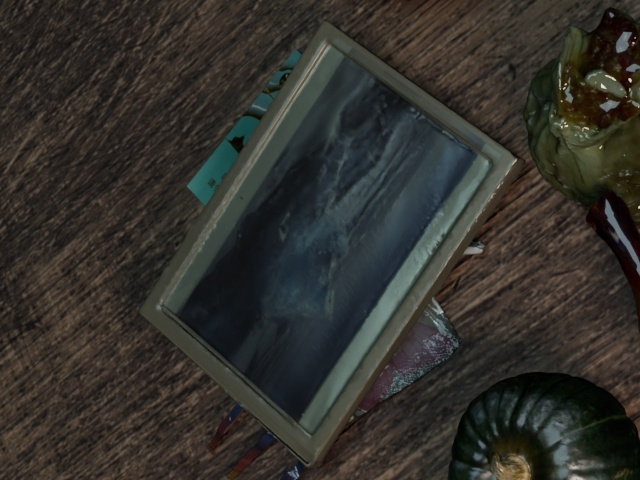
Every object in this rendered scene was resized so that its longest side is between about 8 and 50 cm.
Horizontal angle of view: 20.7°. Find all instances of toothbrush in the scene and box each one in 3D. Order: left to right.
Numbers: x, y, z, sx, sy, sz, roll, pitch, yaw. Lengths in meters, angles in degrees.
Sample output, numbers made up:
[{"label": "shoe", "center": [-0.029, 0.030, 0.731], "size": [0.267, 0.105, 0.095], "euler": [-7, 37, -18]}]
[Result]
[{"label": "toothbrush", "center": [0.104, 0.009, 2.091], "size": [0.204, 0.017, 0.022], "euler": [-2, 113, 32]}]

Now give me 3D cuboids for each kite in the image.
[{"label": "kite", "center": [0.004, 0.169, 2.115], "size": [0.204, 0.022, 0.360], "euler": [45, 106, 25]}]

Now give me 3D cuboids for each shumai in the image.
[{"label": "shumai", "center": [0.317, -0.132, 1.880], "size": [0.255, 0.218, 0.189], "euler": [8, 78, 30]}]

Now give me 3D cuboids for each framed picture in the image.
[{"label": "framed picture", "center": [0.000, 0.000, 2.114], "size": [0.326, 0.028, 0.446], "euler": [38, 101, 27]}]

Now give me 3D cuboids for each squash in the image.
[{"label": "squash", "center": [0.236, 0.244, 1.865], "size": [0.218, 0.172, 0.218], "euler": [9, 113, 21]}]

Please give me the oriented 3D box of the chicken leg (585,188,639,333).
[{"label": "chicken leg", "center": [0.408, 0.110, 1.809], "size": [0.407, 0.096, 0.158], "euler": [43, 118, 25]}]

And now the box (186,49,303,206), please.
[{"label": "box", "center": [-0.048, -0.103, 2.199], "size": [0.229, 0.041, 0.162], "euler": [-50, 60, 13]}]
